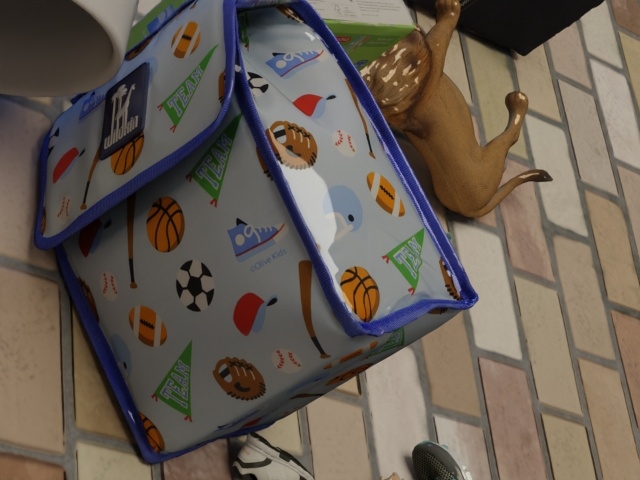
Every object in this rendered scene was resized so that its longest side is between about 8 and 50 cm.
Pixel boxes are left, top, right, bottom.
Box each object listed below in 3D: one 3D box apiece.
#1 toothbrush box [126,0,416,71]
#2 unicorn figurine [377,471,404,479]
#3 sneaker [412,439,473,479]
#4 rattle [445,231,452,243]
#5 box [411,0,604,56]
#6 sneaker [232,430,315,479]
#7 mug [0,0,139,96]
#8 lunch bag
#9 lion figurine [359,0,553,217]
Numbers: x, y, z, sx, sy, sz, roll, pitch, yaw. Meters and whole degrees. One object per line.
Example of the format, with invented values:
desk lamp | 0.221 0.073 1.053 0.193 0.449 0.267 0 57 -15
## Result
toothbrush box | -0.075 -0.208 1.765 0.206 0.283 0.122 -5 66 -48
unicorn figurine | 0.076 0.327 1.723 0.111 0.060 0.162 -2 50 -40
sneaker | 0.135 0.299 1.798 0.076 0.065 0.166 -7 66 -44
rattle | 0.061 -0.005 1.939 0.199 0.130 0.142 58 40 -43
box | 0.189 -0.590 2.318 0.472 0.297 0.479 18 50 -36
sneaker | -0.049 0.233 1.674 0.109 0.043 0.040 37 -2 -39
mug | -0.338 -0.349 1.584 0.276 0.374 0.328 73 25 -66
lunch bag | -0.095 -0.028 1.581 0.239 0.328 0.385 -10 72 -51
lion figurine | 0.149 -0.146 2.080 0.392 0.142 0.240 46 46 -19
